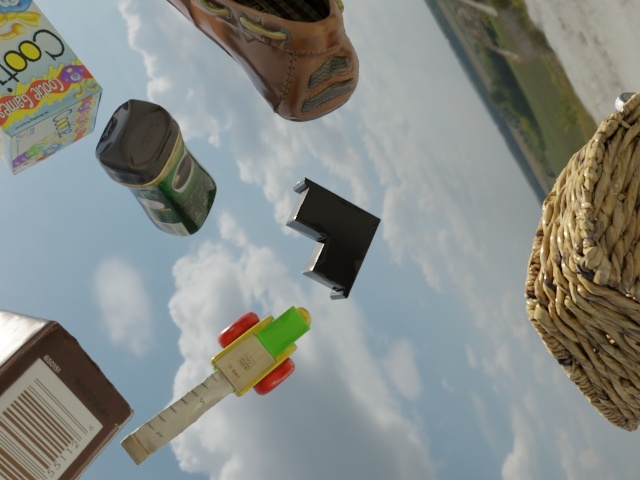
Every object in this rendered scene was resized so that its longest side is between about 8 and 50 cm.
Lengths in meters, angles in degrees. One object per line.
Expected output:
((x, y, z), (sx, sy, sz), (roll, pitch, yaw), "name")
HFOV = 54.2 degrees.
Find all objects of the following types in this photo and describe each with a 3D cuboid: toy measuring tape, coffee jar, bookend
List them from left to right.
((-0.191, -0.082, 0.745), (0.184, 0.079, 0.096), (71, -144, -65), "coffee jar")
((-0.135, 0.194, 0.868), (0.330, 0.121, 0.121), (-36, -82, -36), "toy measuring tape")
((0.000, 0.000, 1.093), (0.156, 0.072, 0.157), (27, -106, -14), "bookend")

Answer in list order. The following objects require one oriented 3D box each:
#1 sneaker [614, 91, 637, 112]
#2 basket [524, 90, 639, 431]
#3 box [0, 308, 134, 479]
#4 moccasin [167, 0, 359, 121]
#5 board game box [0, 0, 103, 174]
((0.486, -0.095, 0.890), (0.226, 0.163, 0.086), (37, -136, 13), "sneaker")
((0.329, 0.007, 0.652), (0.213, 0.299, 0.223), (31, 152, 10), "basket")
((-0.391, 0.171, 0.631), (0.191, 0.381, 0.143), (-52, -50, -35), "box")
((-0.098, -0.282, 0.629), (0.380, 0.139, 0.147), (58, 165, 29), "moccasin")
((-0.454, -0.257, 0.872), (0.142, 0.144, 0.275), (-40, -87, -29), "board game box")
